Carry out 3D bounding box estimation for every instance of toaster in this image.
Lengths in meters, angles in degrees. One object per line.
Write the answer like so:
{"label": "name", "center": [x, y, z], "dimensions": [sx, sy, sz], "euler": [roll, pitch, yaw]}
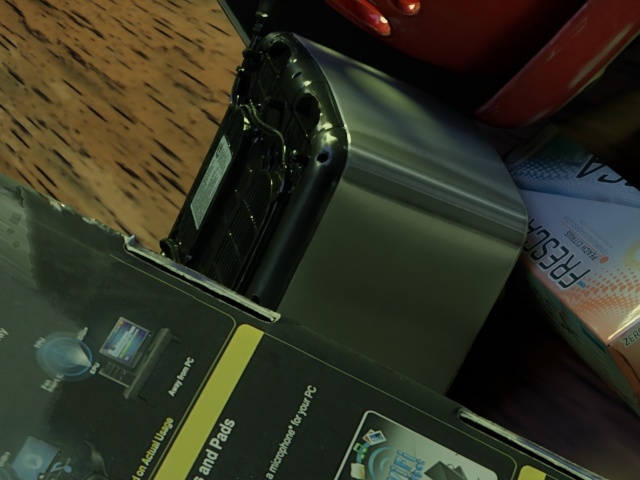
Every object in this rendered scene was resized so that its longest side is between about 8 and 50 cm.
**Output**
{"label": "toaster", "center": [0.000, 0.000, 0.867], "dimensions": [0.186, 0.110, 0.168], "euler": [-64, 22, 18]}

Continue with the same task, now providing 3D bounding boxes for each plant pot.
{"label": "plant pot", "center": [0.086, -0.164, 0.875], "dimensions": [0.191, 0.174, 0.191], "euler": [-49, 3, 4]}

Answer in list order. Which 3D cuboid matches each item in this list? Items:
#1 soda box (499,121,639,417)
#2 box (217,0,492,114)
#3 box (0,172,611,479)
{"label": "soda box", "center": [0.124, 0.012, 0.828], "dimensions": [0.063, 0.058, 0.183], "euler": [-35, 28, -2]}
{"label": "box", "center": [0.113, -0.246, 1.129], "dimensions": [0.343, 0.179, 0.312], "euler": [-25, 27, 15]}
{"label": "box", "center": [-0.061, 0.188, 0.489], "dimensions": [0.395, 0.318, 0.097], "euler": [-63, 0, -42]}
